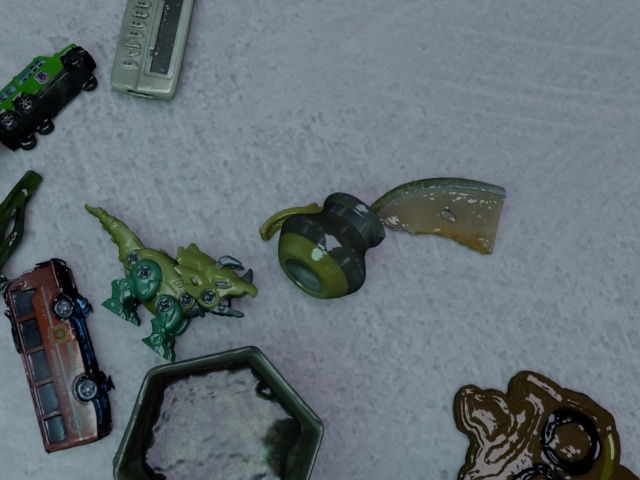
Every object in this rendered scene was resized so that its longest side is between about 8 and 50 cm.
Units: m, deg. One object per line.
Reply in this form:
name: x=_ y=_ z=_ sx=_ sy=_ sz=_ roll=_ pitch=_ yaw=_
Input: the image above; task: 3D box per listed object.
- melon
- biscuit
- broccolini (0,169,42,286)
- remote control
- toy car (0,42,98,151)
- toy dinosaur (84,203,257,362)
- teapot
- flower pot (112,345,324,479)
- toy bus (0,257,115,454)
melon: x=0.160 y=-0.047 z=1.123 sx=0.182 sy=0.054 sz=0.098 roll=14 pitch=93 yaw=-3
biscuit: x=0.300 y=0.289 z=1.069 sx=0.290 sy=0.041 sz=0.208 roll=36 pitch=77 yaw=1
broccolini: x=-0.425 y=-0.007 z=1.038 sx=0.091 sy=0.068 sz=0.202 roll=15 pitch=76 yaw=17
remote control: x=-0.224 y=-0.306 z=1.123 sx=0.090 sy=0.049 sz=0.230 roll=11 pitch=78 yaw=-4
toy car: x=-0.372 y=-0.195 z=1.079 sx=0.062 sy=0.071 sz=0.165 roll=39 pitch=78 yaw=16
toy dinosaur: x=-0.218 y=0.048 z=1.041 sx=0.259 sy=0.094 sz=0.153 roll=30 pitch=78 yaw=8
teapot: x=0.000 y=0.000 z=1.062 sx=0.166 sy=0.130 sz=0.119 roll=25 pitch=59 yaw=31
flower pot: x=-0.119 y=0.242 z=0.959 sx=0.209 sy=0.189 sz=0.239 roll=18 pitch=79 yaw=-3
toy bus: x=-0.327 y=0.143 z=1.018 sx=0.096 sy=0.073 sz=0.234 roll=-19 pitch=82 yaw=-2
